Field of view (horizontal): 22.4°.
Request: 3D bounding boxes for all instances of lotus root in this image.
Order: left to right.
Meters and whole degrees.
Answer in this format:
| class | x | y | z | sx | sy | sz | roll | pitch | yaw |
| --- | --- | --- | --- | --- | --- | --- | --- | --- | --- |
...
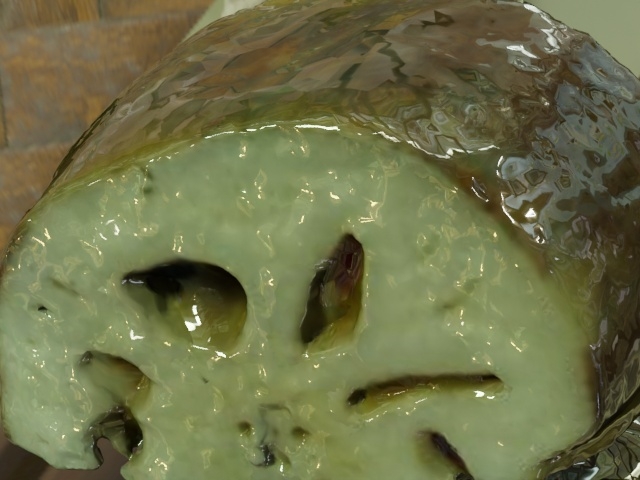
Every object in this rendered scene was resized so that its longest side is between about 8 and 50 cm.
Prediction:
| class | x | y | z | sx | sy | sz | roll | pitch | yaw |
| --- | --- | --- | --- | --- | --- | --- | --- | --- | --- |
| lotus root | 0.000 | 0.000 | 0.519 | 0.234 | 0.119 | 0.138 | -4 | 112 | 27 |

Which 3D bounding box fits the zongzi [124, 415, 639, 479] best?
| class | x | y | z | sx | sy | sz | roll | pitch | yaw |
| --- | --- | --- | --- | --- | --- | --- | --- | --- | --- |
| zongzi | -0.009 | 0.136 | 0.652 | 0.300 | 0.286 | 0.138 | 15 | 64 | -38 |
